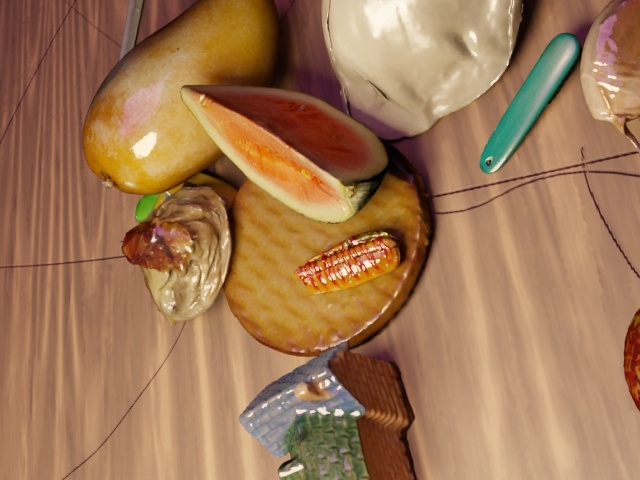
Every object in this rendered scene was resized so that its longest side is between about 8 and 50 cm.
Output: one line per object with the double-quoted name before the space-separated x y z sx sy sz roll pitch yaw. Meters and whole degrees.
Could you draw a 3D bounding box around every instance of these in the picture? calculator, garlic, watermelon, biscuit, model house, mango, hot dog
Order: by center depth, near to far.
"garlic" 0.354 -0.195 1.106 0.129 0.090 0.198 27 85 28
"model house" 0.003 0.228 1.134 0.166 0.172 0.182 -31 56 22
"hot dog" 0.032 0.028 1.227 0.144 0.038 0.062 -19 64 26
"watermelon" -0.036 -0.100 1.268 0.303 0.159 0.128 34 121 31
"biscuit" 0.000 0.000 1.307 0.318 0.040 0.317 -12 66 29
"mango" -0.190 -0.225 1.445 0.384 0.199 0.221 -56 30 -9
"calculator" -0.190 -0.029 1.475 0.235 0.032 0.146 22 85 39

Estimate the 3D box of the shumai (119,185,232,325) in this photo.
"shumai" -0.211 0.016 1.360 0.201 0.120 0.201 -14 71 46

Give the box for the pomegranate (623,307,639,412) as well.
"pomegranate" 0.376 0.143 0.893 0.214 0.214 0.247 27 123 40

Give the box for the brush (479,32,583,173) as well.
"brush" 0.256 -0.162 1.203 0.043 0.032 0.193 43 111 35

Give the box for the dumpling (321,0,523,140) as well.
"dumpling" 0.127 -0.299 1.254 0.260 0.181 0.341 17 90 31

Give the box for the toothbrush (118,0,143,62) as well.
"toothbrush" -0.337 -0.314 1.708 0.030 0.025 0.342 -4 70 38
